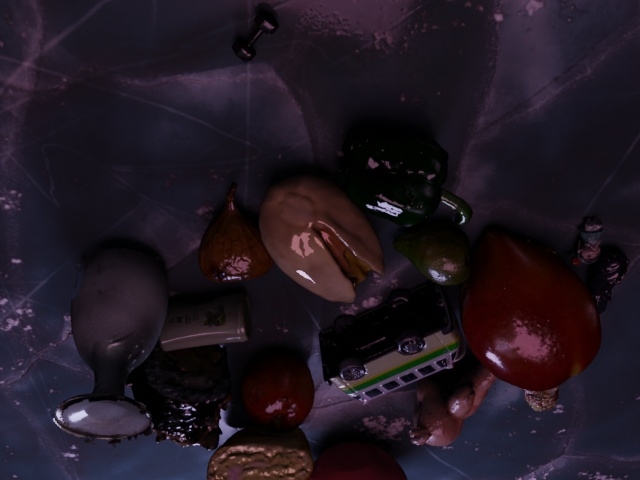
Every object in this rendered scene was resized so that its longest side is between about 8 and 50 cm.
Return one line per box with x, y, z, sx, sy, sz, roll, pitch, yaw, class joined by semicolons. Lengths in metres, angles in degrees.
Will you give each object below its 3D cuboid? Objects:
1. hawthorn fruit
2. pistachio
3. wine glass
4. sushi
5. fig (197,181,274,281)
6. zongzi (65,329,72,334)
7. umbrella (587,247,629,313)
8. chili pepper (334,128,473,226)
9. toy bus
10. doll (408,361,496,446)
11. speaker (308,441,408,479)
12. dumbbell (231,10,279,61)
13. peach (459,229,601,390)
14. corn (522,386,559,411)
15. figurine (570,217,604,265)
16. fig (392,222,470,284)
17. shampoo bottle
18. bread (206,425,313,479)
-0.095;0.361;1.534;0.179;0.200;0.179;-4;125;-6;hawthorn fruit
0.000;0.000;1.272;0.187;0.188;0.299;-25;132;16;pistachio
-0.387;0.185;1.274;0.190;0.357;0.190;-5;142;-4;wine glass
-0.305;0.338;1.482;0.224;0.239;0.219;16;133;3;sushi
-0.172;-0.019;1.274;0.146;0.134;0.201;-16;114;-9;fig
-0.492;0.254;1.511;0.154;0.062;0.130;5;141;-1;zongzi
0.610;0.122;1.479;0.070;0.071;0.248;1;128;-6;umbrella
0.161;-0.105;1.191;0.260;0.174;0.165;12;90;-12;chili pepper
0.167;0.234;1.487;0.305;0.143;0.179;-28;129;17;toy bus
0.322;0.353;1.620;0.303;0.156;0.201;-54;158;10;doll
0.089;0.681;1.771;0.294;0.294;0.294;-2;130;-3;speaker
-0.103;-0.323;1.068;0.083;0.040;0.036;-43;152;27;dumbbell
0.414;0.157;1.363;0.257;0.201;0.362;-20;114;28;peach
0.518;0.320;1.619;0.098;0.098;0.290;-17;130;9;corn
0.550;0.004;1.389;0.059;0.047;0.106;-15;127;-13;figurine
0.219;0.026;1.338;0.156;0.123;0.123;1;131;11;fig
-0.267;0.174;1.416;0.234;0.118;0.087;-8;128;3;shampoo bottle
-0.138;0.528;1.577;0.236;0.165;0.375;-1;170;-4;bread
